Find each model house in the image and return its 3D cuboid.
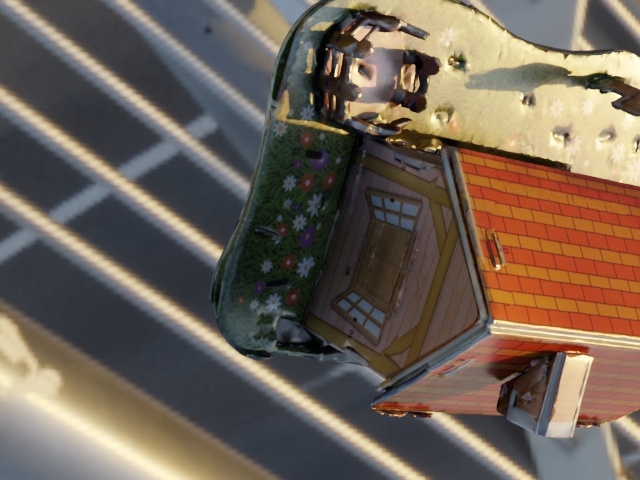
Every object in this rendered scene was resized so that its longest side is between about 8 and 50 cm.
[{"bbox_3d":[0.114,-0.002,0.828,0.294,0.154,0.207,8,103,-41],"label":"model house"}]
